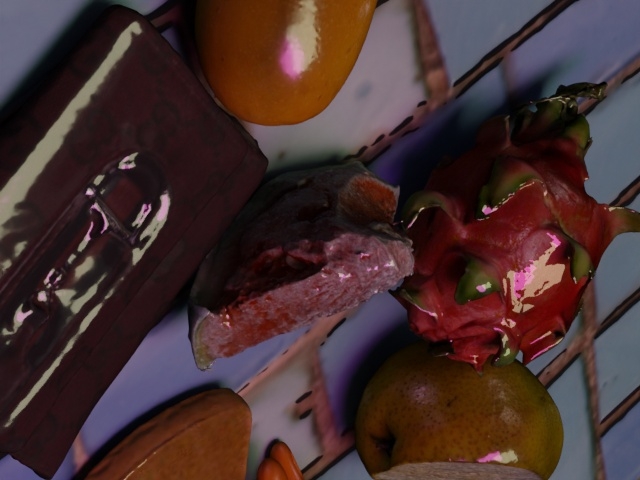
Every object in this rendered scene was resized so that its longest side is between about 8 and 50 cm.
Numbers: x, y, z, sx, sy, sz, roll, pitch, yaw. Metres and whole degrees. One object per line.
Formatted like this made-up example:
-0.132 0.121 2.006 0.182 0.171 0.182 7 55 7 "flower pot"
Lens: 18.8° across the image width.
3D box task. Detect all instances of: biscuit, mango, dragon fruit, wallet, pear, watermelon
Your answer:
-0.116 0.187 1.201 0.142 0.029 0.221 20 100 -55 "biscuit"
-0.012 -0.152 1.037 0.102 0.085 0.184 4 101 -50 "mango"
0.136 -0.015 1.252 0.236 0.137 0.135 -44 175 -32 "dragon fruit"
-0.131 0.002 1.039 0.229 0.049 0.182 -53 140 -9 "wallet"
0.093 0.115 1.308 0.141 0.141 0.104 19 64 -53 "pear"
0.000 0.000 1.128 0.187 0.139 0.071 -42 115 -35 "watermelon"

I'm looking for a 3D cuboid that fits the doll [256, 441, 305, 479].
-0.018 0.239 1.285 0.143 0.135 0.221 -81 164 -47 "doll"
